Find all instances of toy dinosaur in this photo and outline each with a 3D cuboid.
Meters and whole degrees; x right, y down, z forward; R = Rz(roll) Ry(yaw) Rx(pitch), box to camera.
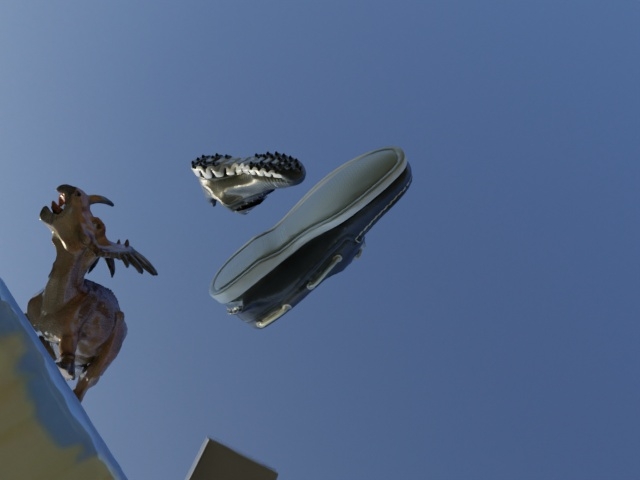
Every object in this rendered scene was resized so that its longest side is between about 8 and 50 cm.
[{"bbox_3d":[-0.282,0.092,0.901,0.127,0.295,0.200,25,-125,8],"label":"toy dinosaur"}]

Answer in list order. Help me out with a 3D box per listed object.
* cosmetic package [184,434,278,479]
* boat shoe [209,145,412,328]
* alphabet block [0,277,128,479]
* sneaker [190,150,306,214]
[{"bbox_3d":[-0.148,0.363,0.897,0.107,0.127,0.237,25,-107,-4],"label":"cosmetic package"},{"bbox_3d":[0.000,0.000,0.927,0.303,0.091,0.114,-34,-153,20],"label":"boat shoe"},{"bbox_3d":[-0.221,0.118,0.362,0.197,0.192,0.193,-34,-152,-23],"label":"alphabet block"},{"bbox_3d":[-0.119,-0.095,1.292,0.234,0.106,0.078,4,-152,32],"label":"sneaker"}]
